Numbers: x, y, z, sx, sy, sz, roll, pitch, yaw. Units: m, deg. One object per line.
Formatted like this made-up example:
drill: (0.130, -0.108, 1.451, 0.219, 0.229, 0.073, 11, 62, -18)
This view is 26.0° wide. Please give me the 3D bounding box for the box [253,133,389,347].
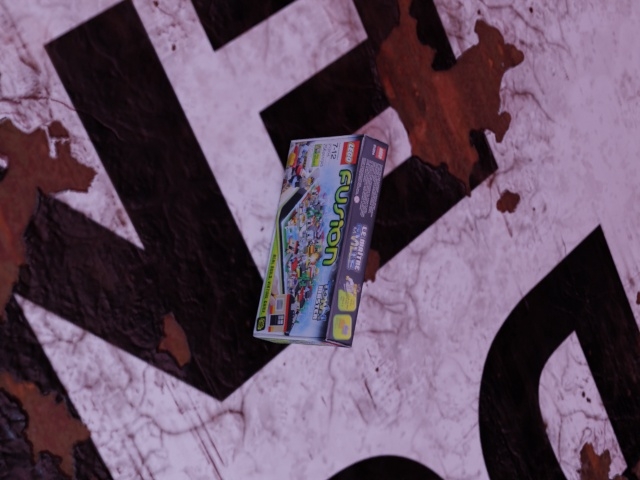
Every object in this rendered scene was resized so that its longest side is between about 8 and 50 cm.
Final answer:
box: (0.000, 0.000, 1.374, 0.036, 0.114, 0.207, 19, 76, -40)
